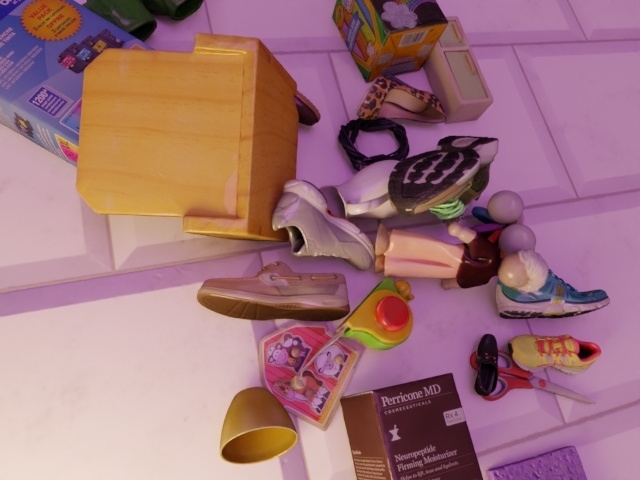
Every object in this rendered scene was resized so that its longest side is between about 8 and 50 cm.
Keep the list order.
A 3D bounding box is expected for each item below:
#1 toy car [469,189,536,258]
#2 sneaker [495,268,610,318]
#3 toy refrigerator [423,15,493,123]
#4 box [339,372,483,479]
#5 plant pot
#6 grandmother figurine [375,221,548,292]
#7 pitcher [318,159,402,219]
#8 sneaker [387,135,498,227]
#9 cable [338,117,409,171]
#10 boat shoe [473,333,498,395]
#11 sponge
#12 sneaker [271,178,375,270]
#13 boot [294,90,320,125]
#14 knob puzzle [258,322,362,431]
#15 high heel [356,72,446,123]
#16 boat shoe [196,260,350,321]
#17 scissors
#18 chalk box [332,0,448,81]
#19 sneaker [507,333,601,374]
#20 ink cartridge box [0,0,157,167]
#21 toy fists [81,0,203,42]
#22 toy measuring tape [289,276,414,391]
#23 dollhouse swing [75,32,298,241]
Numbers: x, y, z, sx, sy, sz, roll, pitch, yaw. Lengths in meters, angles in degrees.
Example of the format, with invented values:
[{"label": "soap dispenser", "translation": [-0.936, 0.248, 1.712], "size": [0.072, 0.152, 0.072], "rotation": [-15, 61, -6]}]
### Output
[{"label": "toy car", "translation": [0.405, -0.017, 1.137], "size": [0.136, 0.159, 0.182], "rotation": [-18, 72, 18]}, {"label": "sneaker", "translation": [0.522, 0.116, 1.116], "size": [0.275, 0.107, 0.110], "rotation": [3, 73, -14]}, {"label": "toy refrigerator", "translation": [0.343, -0.448, 1.298], "size": [0.102, 0.094, 0.270], "rotation": [-10, 72, -17]}, {"label": "box", "translation": [0.156, 0.362, 0.893], "size": [0.168, 0.167, 0.203], "rotation": [-6, 72, -20]}, {"label": "plant pot", "translation": [-0.115, 0.317, 0.878], "size": [0.134, 0.134, 0.095], "rotation": [-4, 45, -16]}, {"label": "grandmother figurine", "translation": [0.287, 0.047, 1.031], "size": [0.341, 0.208, 0.104], "rotation": [7, 63, 12]}, {"label": "pitcher", "translation": [0.121, -0.097, 1.063], "size": [0.207, 0.177, 0.126], "rotation": [-18, 108, -21]}, {"label": "sneaker", "translation": [0.278, -0.101, 1.051], "size": [0.410, 0.157, 0.182], "rotation": [-32, 121, -47]}, {"label": "cable", "translation": [0.130, -0.236, 1.193], "size": [0.184, 0.047, 0.151], "rotation": [-27, 70, -26]}, {"label": "boat shoe", "translation": [0.351, 0.257, 1.039], "size": [0.048, 0.042, 0.133], "rotation": [19, 65, -3]}, {"label": "sponge", "translation": [0.438, 0.495, 0.994], "size": [0.209, 0.031, 0.117], "rotation": [-7, 72, -16]}, {"label": "sneaker", "translation": [0.000, 0.000, 1.007], "size": [0.262, 0.099, 0.121], "rotation": [40, 67, -27]}, {"label": "boot", "translation": [-0.145, -0.261, 1.123], "size": [0.248, 0.090, 0.207], "rotation": [26, 79, -7]}, {"label": "knob puzzle", "translation": [-0.033, 0.243, 0.970], "size": [0.212, 0.030, 0.213], "rotation": [5, 69, -12]}, {"label": "high heel", "translation": [0.198, -0.308, 1.177], "size": [0.186, 0.093, 0.261], "rotation": [34, 42, 6]}, {"label": "boat shoe", "translation": [-0.087, 0.096, 0.975], "size": [0.302, 0.109, 0.098], "rotation": [6, 63, -18]}, {"label": "scissors", "translation": [0.464, 0.296, 1.082], "size": [0.296, 0.021, 0.109], "rotation": [6, 66, -10]}, {"label": "chalk box", "translation": [0.153, -0.583, 1.257], "size": [0.180, 0.179, 0.289], "rotation": [-18, 74, -19]}, {"label": "sneaker", "translation": [0.504, 0.232, 1.071], "size": [0.208, 0.094, 0.082], "rotation": [7, 55, -14]}, {"label": "ink cartridge box", "translation": [-0.546, -0.343, 1.001], "size": [0.395, 0.151, 0.270], "rotation": [30, 65, 0]}, {"label": "toy fists", "translation": [-0.408, -0.552, 1.146], "size": [0.142, 0.096, 0.279], "rotation": [48, 64, -4]}, {"label": "toy measuring tape", "translation": [0.087, 0.196, 0.963], "size": [0.121, 0.121, 0.330], "rotation": [45, 58, 5]}, {"label": "dollhouse swing", "translation": [-0.237, -0.179, 0.976], "size": [0.304, 0.315, 0.347], "rotation": [1, 87, 15]}]
